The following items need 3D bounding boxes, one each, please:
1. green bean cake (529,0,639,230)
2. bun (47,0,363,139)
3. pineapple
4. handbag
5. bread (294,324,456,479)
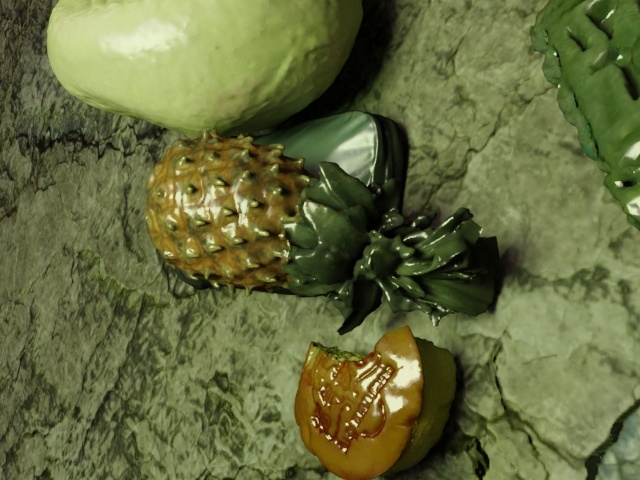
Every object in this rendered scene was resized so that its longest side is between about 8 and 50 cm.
[{"bbox_3d":[0.274,-0.126,0.460,0.255,0.132,0.241,-38,37,34],"label":"green bean cake"},{"bbox_3d":[-0.116,-0.225,0.848,0.361,0.213,0.361,-15,35,11],"label":"bun"},{"bbox_3d":[0.000,0.000,0.686,0.310,0.141,0.170,14,126,22],"label":"pineapple"},{"bbox_3d":[-0.053,-0.037,0.859,0.332,0.075,0.191,-1,81,44],"label":"handbag"},{"bbox_3d":[0.045,0.146,0.681,0.156,0.086,0.125,-16,69,45],"label":"bread"}]
